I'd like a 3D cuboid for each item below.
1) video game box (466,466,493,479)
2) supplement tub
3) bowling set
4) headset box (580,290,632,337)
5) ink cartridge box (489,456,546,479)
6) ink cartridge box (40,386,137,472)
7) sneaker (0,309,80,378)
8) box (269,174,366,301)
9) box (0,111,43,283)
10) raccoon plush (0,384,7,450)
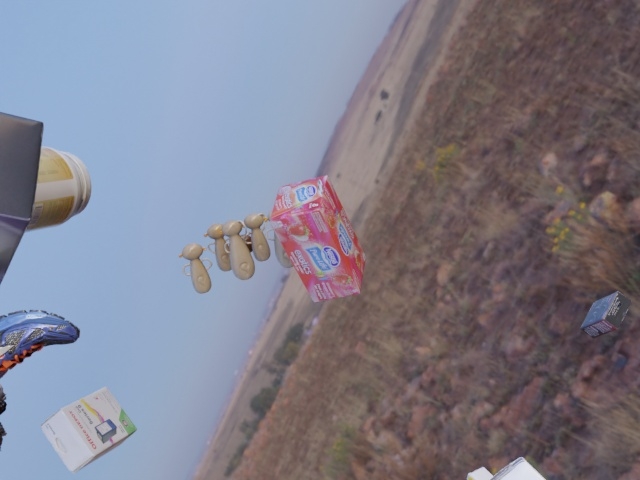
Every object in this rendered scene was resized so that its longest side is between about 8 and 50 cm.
[{"bbox_3d":[0.309,0.524,1.241,0.048,0.205,0.187,-13,-51,-37],"label":"video game box"},{"bbox_3d":[-0.789,-0.135,1.945,0.228,0.228,0.316,-64,-14,17],"label":"supplement tub"},{"bbox_3d":[-0.209,-0.002,1.786,0.200,0.287,0.154,-129,24,-64],"label":"bowling set"},{"bbox_3d":[0.490,0.127,1.248,0.062,0.032,0.083,-54,-3,-22],"label":"headset box"},{"bbox_3d":[0.283,0.407,0.948,0.092,0.158,0.218,-34,-40,-16],"label":"ink cartridge box"},{"bbox_3d":[-0.613,0.500,1.939,0.093,0.154,0.212,-40,-8,17],"label":"ink cartridge box"},{"bbox_3d":[-0.431,0.154,0.969,0.083,0.221,0.087,109,146,-69],"label":"sneaker"},{"bbox_3d":[0.000,0.000,1.622,0.128,0.123,0.256,-77,-32,-48],"label":"box"},{"bbox_3d":[-0.604,-0.069,1.092,0.294,0.296,0.182,-40,46,50],"label":"box"},{"bbox_3d":[-1.011,0.545,1.913,0.299,0.216,0.446,-60,-3,-45],"label":"raccoon plush"}]
